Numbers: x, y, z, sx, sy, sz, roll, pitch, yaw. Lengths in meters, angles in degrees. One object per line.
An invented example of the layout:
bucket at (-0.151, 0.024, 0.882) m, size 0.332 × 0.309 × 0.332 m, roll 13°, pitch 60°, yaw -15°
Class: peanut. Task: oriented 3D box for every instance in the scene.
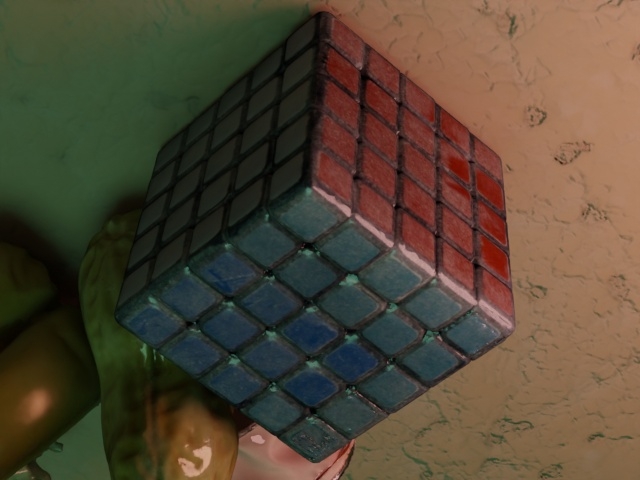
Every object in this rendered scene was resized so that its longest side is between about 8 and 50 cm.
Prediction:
peanut at (-0.141, 0.114, 1.504) m, size 0.147 × 0.306 × 0.147 m, roll -7°, pitch 160°, yaw -3°

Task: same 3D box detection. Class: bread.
bread at (-0.390, 0.160, 1.636) m, size 0.424 × 0.329 × 0.245 m, roll -28°, pitch 82°, yaw 26°

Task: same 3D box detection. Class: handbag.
handbag at (-0.081, 0.186, 1.640) m, size 0.205 × 0.179 × 0.116 m, roll -17°, pitch 120°, yaw 19°

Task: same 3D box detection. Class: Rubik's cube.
Rubik's cube at (0.000, 0.000, 1.430) m, size 0.237 × 0.238 × 0.237 m, roll 37°, pitch 124°, yaw -24°
